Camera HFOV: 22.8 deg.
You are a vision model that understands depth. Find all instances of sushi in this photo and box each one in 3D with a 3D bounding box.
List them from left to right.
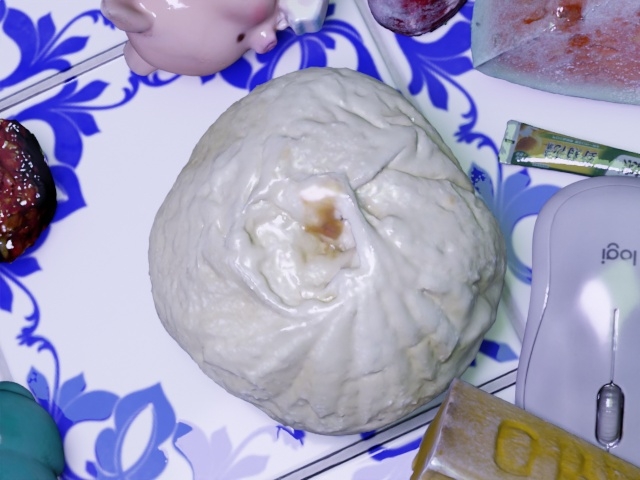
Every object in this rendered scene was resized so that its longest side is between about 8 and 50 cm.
[{"bbox_3d":[-0.352,-0.049,1.618,0.150,0.153,0.172,-22,51,-16],"label":"sushi"}]

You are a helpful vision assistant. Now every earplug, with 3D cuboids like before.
[{"bbox_3d":[-0.360,0.271,1.552,0.257,0.164,0.280,-7,57,43],"label":"earplug"}]

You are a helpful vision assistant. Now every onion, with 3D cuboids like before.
[{"bbox_3d":[0.107,-0.318,1.643,0.151,0.098,0.205,20,80,11],"label":"onion"}]

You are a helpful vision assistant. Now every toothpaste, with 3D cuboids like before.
[{"bbox_3d":[0.281,-0.078,1.592,0.204,0.031,0.049,14,78,14],"label":"toothpaste"}]

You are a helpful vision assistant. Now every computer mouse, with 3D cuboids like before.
[{"bbox_3d":[0.284,0.075,1.508,0.184,0.121,0.296,8,76,9],"label":"computer mouse"}]

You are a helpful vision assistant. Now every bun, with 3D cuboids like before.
[{"bbox_3d":[0.000,0.000,1.511,0.349,0.227,0.352,12,76,13],"label":"bun"}]

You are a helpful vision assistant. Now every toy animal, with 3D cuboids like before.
[{"bbox_3d":[-0.088,-0.283,1.627,0.213,0.195,0.256,19,77,4],"label":"toy animal"}]

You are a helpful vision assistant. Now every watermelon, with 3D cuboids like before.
[{"bbox_3d":[0.280,-0.254,1.546,0.262,0.201,0.212,2,72,4],"label":"watermelon"}]

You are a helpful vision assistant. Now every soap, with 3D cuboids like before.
[{"bbox_3d":[0.216,0.242,1.416,0.274,0.173,0.089,26,114,1],"label":"soap"}]
